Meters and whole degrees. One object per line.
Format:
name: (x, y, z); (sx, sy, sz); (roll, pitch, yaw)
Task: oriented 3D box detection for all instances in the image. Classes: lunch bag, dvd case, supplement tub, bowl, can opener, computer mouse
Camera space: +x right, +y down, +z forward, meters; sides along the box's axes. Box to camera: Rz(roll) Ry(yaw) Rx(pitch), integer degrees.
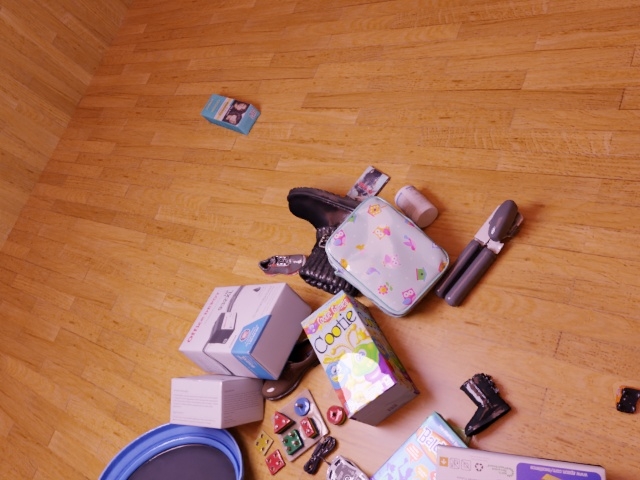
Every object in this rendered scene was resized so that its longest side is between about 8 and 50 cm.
lunch bag: (0.157, 0.043, 1.372); (0.279, 0.108, 0.224); (41, 87, 14)
dvd case: (0.137, -0.155, 1.615); (0.119, 0.013, 0.087); (-51, 50, 2)
supplement tub: (0.254, -0.092, 1.467); (0.071, 0.071, 0.107); (-42, 51, 8)
bowl: (-0.378, 0.633, 1.387); (0.390, 0.077, 0.391); (-9, 31, 5)
can opener: (0.372, 0.024, 1.313); (0.283, 0.095, 0.076); (-52, 49, 0)
computer mouse: (0.049, 0.549, 1.294); (0.193, 0.042, 0.106); (25, 77, 45)

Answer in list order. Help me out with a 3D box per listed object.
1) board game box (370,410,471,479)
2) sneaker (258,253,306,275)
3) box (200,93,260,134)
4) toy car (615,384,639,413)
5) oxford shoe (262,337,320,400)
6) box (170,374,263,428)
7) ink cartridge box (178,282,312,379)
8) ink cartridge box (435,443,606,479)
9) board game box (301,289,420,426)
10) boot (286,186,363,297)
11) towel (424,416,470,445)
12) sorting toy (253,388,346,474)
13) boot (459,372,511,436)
board game box: (0.230, 0.497, 1.165); (0.210, 0.047, 0.160); (-47, 48, 1)
sneaker: (-0.118, 0.070, 1.634); (0.157, 0.065, 0.061); (-16, 59, 27)
box: (-0.342, -0.477, 2.069); (0.244, 0.060, 0.101); (25, 82, 40)
toy car: (0.627, 0.296, 1.054); (0.122, 0.060, 0.040); (-8, 17, 12)
oxford shoe: (-0.084, 0.332, 1.458); (0.227, 0.096, 0.083); (-47, 52, 6)
box: (-0.274, 0.424, 1.468); (0.180, 0.182, 0.119); (-6, 79, 31)
ink cartridge box: (-0.208, 0.242, 1.497); (0.307, 0.129, 0.223); (-8, 44, 43)
ink cartridge box: (0.360, 0.556, 1.011); (0.303, 0.072, 0.307); (0, 75, 22)
board game box: (0.091, 0.283, 1.334); (0.144, 0.142, 0.275); (-40, 51, 10)
boot: (-0.001, -0.001, 1.551); (0.347, 0.131, 0.260); (17, 77, 38)
towel: (0.258, 0.476, 1.202); (0.113, 0.023, 0.152); (8, 71, 35)
sorting toy: (-0.070, 0.474, 1.406); (0.274, 0.046, 0.132); (-40, 51, 10)
boot: (0.340, 0.353, 1.195); (0.121, 0.045, 0.099); (-36, 54, 2)
